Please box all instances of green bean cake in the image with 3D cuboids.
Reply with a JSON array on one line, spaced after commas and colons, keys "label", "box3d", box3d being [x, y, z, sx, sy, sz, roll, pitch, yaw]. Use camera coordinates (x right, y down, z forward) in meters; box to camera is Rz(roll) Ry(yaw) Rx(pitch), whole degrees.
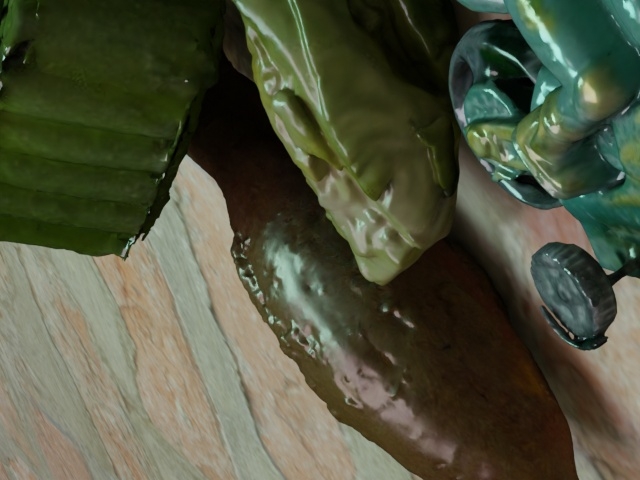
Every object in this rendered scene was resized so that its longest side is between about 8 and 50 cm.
[{"label": "green bean cake", "box3d": [-0.115, -0.113, 0.902, 0.214, 0.113, 0.200, 125, 153, -59]}]

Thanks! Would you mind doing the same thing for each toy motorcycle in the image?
[{"label": "toy motorcycle", "box3d": [0.123, -0.058, 0.606, 0.296, 0.109, 0.198, 19, 134, 56]}]

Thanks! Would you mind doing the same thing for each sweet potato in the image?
[{"label": "sweet potato", "box3d": [0.000, 0.000, 0.957, 0.385, 0.109, 0.109, 49, 157, 23]}]

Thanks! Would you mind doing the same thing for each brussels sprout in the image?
[{"label": "brussels sprout", "box3d": [0.015, -0.075, 0.836, 0.181, 0.100, 0.139, 58, 169, -5]}]
